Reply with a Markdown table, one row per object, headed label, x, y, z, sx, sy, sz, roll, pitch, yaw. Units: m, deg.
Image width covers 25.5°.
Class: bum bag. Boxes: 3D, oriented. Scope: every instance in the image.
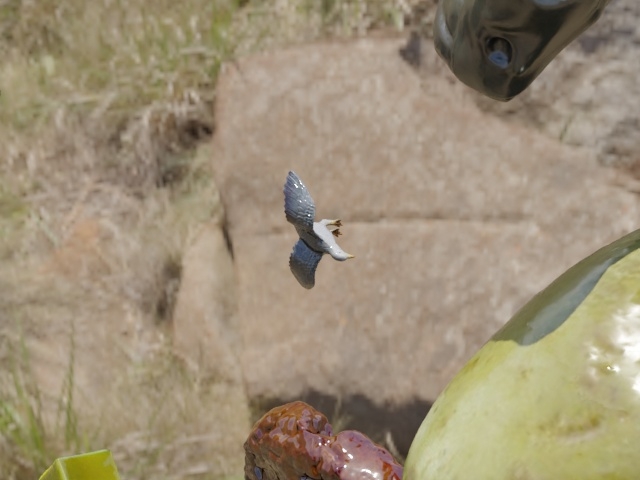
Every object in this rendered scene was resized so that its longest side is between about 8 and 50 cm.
| label | x | y | z | sx | sy | sz | roll | pitch | yaw |
| --- | --- | --- | --- | --- | --- | --- | --- | --- | --- |
| bum bag | 0.116 | -0.159 | 0.627 | 0.079 | 0.142 | 0.326 | 43 | 29 | -6 |

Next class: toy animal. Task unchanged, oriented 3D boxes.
| label | x | y | z | sx | sy | sz | roll | pitch | yaw |
| --- | --- | --- | --- | --- | --- | --- | --- | --- | --- |
| toy animal | 0.000 | -0.001 | 0.841 | 0.050 | 0.084 | 0.028 | 12 | 42 | 22 |

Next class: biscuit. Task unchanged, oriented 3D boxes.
| label | x | y | z | sx | sy | sz | roll | pitch | yaw |
| --- | --- | --- | --- | --- | --- | --- | --- | --- | --- |
| biscuit | 0.025 | 0.176 | 0.791 | 0.049 | 0.192 | 0.192 | -33 | 50 | -24 |

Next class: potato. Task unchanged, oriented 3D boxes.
| label | x | y | z | sx | sy | sz | roll | pitch | yaw |
| --- | --- | --- | --- | --- | --- | --- | --- | --- | --- |
| potato | 0.185 | 0.085 | 0.587 | 0.307 | 0.210 | 0.173 | -17 | 23 | -4 |

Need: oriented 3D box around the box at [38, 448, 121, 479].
| label | x | y | z | sx | sy | sz | roll | pitch | yaw |
| --- | --- | --- | --- | --- | --- | --- | --- | --- | --- |
| box | -0.122 | 0.189 | 0.634 | 0.030 | 0.193 | 0.121 | -5 | 61 | -37 |
